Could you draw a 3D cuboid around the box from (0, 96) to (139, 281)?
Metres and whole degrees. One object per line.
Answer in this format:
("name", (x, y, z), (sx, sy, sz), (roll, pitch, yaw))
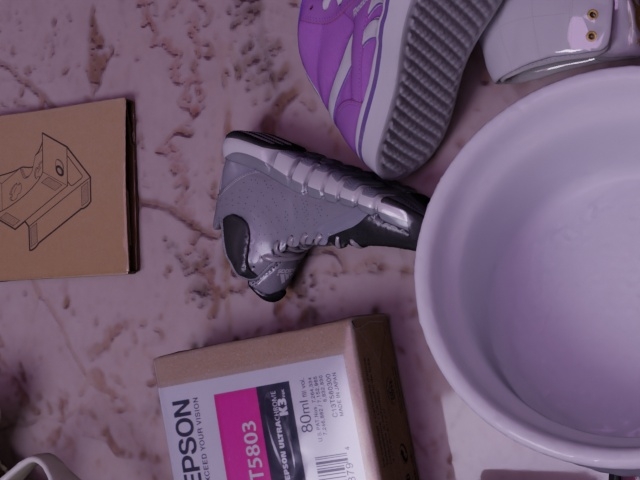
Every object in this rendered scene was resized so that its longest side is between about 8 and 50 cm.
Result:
("box", (-0.265, -0.045, 1.174), (0.201, 0.021, 0.164), (-4, 87, 26))

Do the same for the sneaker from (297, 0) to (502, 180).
("sneaker", (0.050, -0.196, 0.937), (0.161, 0.102, 0.282), (54, 140, 30))

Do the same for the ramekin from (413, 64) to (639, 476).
("ramekin", (0.215, 0.032, 0.849), (0.277, 0.135, 0.277), (-8, 66, 19))

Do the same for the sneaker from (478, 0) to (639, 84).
("sneaker", (0.234, -0.222, 0.907), (0.292, 0.108, 0.169), (-26, 79, 32))

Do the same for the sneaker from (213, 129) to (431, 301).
("sneaker", (0.000, 0.000, 1.023), (0.228, 0.086, 0.132), (25, 104, 34))

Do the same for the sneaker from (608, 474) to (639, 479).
("sneaker", (0.245, 0.134, 0.905), (0.061, 0.065, 0.158), (6, 91, 25))

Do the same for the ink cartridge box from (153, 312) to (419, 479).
("ink cartridge box", (-0.022, 0.192, 1.017), (0.193, 0.088, 0.235), (-14, 84, 23))

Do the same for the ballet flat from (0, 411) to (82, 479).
("ballet flat", (-0.290, 0.250, 1.092), (0.482, 0.164, 0.182), (33, 113, 21))
